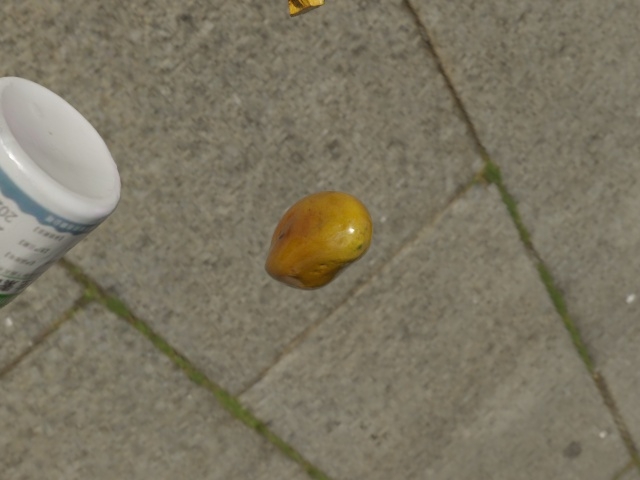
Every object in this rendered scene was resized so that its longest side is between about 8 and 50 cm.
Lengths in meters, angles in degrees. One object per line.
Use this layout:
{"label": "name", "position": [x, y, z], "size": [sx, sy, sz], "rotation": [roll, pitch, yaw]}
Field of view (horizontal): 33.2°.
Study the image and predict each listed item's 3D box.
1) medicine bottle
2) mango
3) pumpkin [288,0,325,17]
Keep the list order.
{"label": "medicine bottle", "position": [-0.284, -0.008, 0.852], "size": [0.237, 0.139, 0.139], "rotation": [-38, 143, 18]}
{"label": "mango", "position": [0.000, 0.000, 0.843], "size": [0.060, 0.114, 0.080], "rotation": [28, 71, -19]}
{"label": "pumpkin", "position": [-0.034, -0.374, 1.611], "size": [0.035, 0.101, 0.073], "rotation": [-20, 95, -27]}
